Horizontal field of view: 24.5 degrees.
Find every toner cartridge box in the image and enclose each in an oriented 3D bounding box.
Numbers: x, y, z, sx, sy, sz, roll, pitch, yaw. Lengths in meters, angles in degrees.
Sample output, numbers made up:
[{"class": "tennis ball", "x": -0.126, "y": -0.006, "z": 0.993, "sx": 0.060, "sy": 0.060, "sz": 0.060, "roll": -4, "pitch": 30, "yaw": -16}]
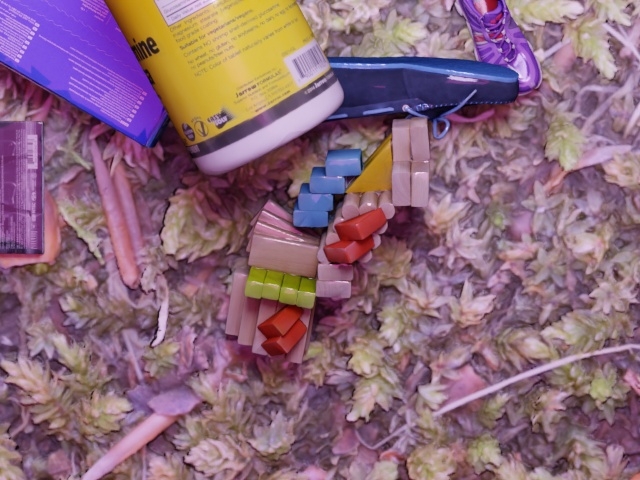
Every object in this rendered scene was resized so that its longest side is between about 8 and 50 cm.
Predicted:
[{"class": "toner cartridge box", "x": -0.312, "y": -0.267, "z": 1.760, "sx": 0.348, "sy": 0.075, "sz": 0.165, "roll": 31, "pitch": 95, "yaw": -2}]

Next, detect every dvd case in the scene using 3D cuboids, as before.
[{"class": "dvd case", "x": -0.450, "y": -0.066, "z": 1.806, "sx": 0.221, "sy": 0.018, "sz": 0.164, "roll": 1, "pitch": 96, "yaw": 0}]

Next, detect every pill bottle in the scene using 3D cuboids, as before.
[{"class": "pill bottle", "x": -0.128, "y": -0.256, "z": 1.627, "sx": 0.188, "sy": 0.188, "sz": 0.334, "roll": -28, "pitch": 100, "yaw": 3}]

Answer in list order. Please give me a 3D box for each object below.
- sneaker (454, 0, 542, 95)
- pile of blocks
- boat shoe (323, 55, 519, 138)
[{"class": "sneaker", "x": 0.208, "y": -0.249, "z": 1.758, "sx": 0.068, "sy": 0.071, "sz": 0.170, "roll": -31, "pitch": 94, "yaw": 3}, {"class": "pile of blocks", "x": 0.000, "y": 0.000, "z": 1.718, "sx": 0.149, "sy": 0.112, "sz": 0.362, "roll": 34, "pitch": 109, "yaw": -8}, {"class": "boat shoe", "x": 0.109, "y": -0.173, "z": 1.763, "sx": 0.258, "sy": 0.109, "sz": 0.089, "roll": 5, "pitch": 105, "yaw": 17}]
